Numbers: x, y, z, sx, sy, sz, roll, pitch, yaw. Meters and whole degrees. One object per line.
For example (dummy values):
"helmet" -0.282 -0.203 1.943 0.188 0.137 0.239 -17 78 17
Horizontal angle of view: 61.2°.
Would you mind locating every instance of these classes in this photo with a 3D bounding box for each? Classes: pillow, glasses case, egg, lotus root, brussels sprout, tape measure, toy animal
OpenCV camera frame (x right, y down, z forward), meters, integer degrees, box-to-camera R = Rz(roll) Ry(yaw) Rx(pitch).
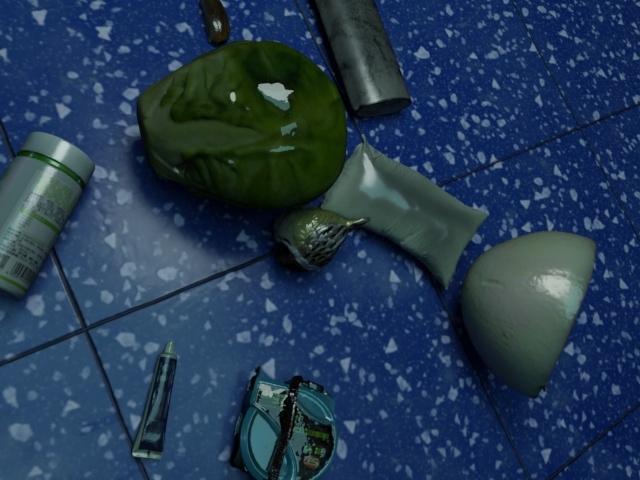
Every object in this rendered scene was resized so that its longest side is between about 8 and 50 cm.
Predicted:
"pillow" 0.132 -0.041 0.845 0.253 0.078 0.144 30 75 -11
"glasses case" 0.058 -0.357 0.917 0.114 0.060 0.300 -13 80 -28
"egg" 0.303 0.075 0.825 0.161 0.207 0.271 21 53 19
"lotus root" -0.161 -0.345 0.839 0.037 0.030 0.083 -11 79 -26
"brussels sprout" -0.104 -0.148 0.711 0.271 0.210 0.220 -4 97 -8
"tape measure" -0.042 0.243 0.682 0.125 0.081 0.146 20 68 -13
"toy animal" 0.000 0.000 0.764 0.137 0.098 0.098 4 72 -2

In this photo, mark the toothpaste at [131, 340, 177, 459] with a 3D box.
"toothpaste" -0.199 0.194 0.666 0.037 0.021 0.140 14 71 -19

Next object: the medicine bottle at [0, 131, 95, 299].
"medicine bottle" -0.346 -0.029 0.635 0.086 0.086 0.184 25 66 -14
